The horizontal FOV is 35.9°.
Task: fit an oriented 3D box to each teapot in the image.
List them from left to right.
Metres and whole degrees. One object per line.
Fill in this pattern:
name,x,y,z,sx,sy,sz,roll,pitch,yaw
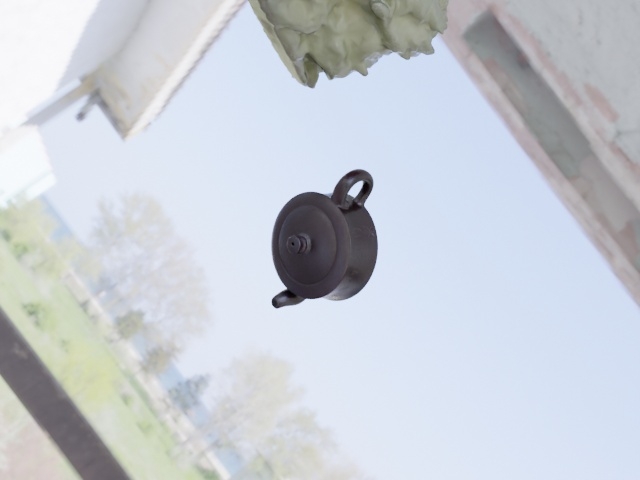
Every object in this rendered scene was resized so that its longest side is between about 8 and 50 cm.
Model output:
teapot,0.000,0.000,0.591,0.045,0.100,0.068,2,34,-50

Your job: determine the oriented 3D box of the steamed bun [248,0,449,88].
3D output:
steamed bun,0.038,-0.271,0.532,0.290,0.272,0.273,68,0,-49
